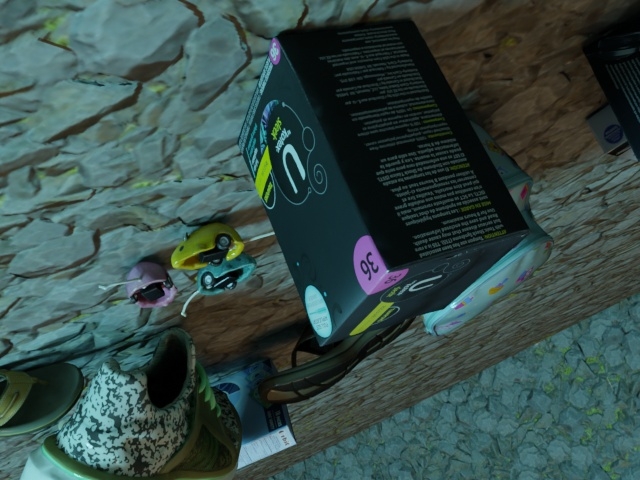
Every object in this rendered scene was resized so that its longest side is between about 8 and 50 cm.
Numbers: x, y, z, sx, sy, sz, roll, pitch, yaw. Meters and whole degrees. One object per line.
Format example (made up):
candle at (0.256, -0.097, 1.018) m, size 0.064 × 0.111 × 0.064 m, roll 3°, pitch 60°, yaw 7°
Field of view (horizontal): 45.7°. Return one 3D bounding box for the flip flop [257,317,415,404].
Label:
flip flop at (0.024, 0.139, 1.069) m, size 0.277 × 0.080 × 0.112 m, roll -32°, pitch 160°, yaw -22°

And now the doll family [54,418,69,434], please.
doll family at (-0.304, 0.272, 1.044) m, size 0.193 × 0.076 × 0.111 m, roll -14°, pitch 163°, yaw -10°

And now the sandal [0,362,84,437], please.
sandal at (-0.321, 0.154, 0.741) m, size 0.180 × 0.072 × 0.049 m, roll -7°, pitch 134°, yaw -28°

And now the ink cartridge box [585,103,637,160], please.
ink cartridge box at (0.370, -0.154, 0.729) m, size 0.097 × 0.046 × 0.207 m, roll -1°, pitch 150°, yaw -49°

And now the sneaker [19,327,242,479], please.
sneaker at (-0.164, 0.191, 0.869) m, size 0.410 × 0.158 × 0.182 m, roll 11°, pitch 102°, yaw -80°

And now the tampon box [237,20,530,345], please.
tampon box at (0.030, -0.036, 0.483) m, size 0.101 × 0.161 × 0.120 m, roll -14°, pitch 158°, yaw -25°

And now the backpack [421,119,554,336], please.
backpack at (0.111, -0.009, 0.660) m, size 0.166 × 0.144 × 0.188 m, roll -36°, pitch 153°, yaw 4°

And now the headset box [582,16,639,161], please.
headset box at (0.401, -0.120, 0.603) m, size 0.283 × 0.131 × 0.246 m, roll -29°, pitch 141°, yaw 26°

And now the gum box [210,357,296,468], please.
gum box at (-0.138, 0.263, 1.093) m, size 0.184 × 0.157 × 0.041 m, roll -22°, pitch 119°, yaw -1°

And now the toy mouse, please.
toy mouse at (-0.117, 0.028, 0.676) m, size 0.161 × 0.031 × 0.143 m, roll -15°, pitch 158°, yaw -21°
